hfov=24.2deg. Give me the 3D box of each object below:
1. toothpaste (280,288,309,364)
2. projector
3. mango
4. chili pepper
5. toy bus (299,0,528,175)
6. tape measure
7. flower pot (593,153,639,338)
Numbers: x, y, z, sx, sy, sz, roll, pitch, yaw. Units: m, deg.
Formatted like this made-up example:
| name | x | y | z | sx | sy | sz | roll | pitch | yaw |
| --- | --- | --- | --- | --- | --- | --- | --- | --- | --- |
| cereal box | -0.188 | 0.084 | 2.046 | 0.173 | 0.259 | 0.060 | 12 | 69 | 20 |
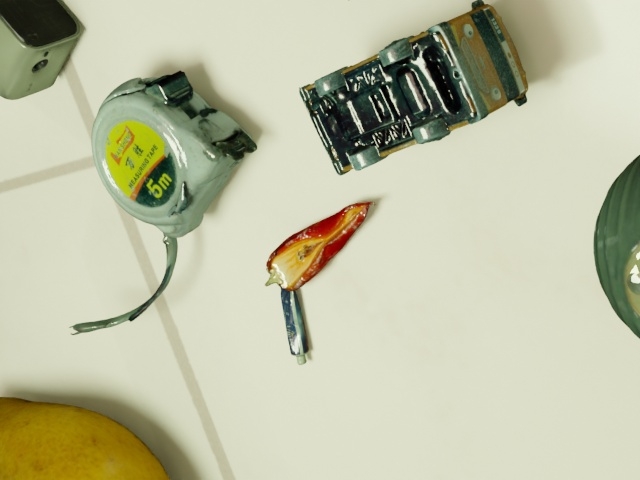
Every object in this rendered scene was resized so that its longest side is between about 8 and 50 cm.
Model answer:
| name | x | y | z | sx | sy | sz | roll | pitch | yaw |
| --- | --- | --- | --- | --- | --- | --- | --- | --- | --- |
| toothpaste | -0.026 | 0.084 | 1.489 | 0.027 | 0.019 | 0.083 | 9 | 114 | 57 |
| projector | -0.307 | -0.207 | 1.541 | 0.083 | 0.083 | 0.082 | 49 | 134 | 11 |
| mango | -0.316 | 0.304 | 1.719 | 0.378 | 0.221 | 0.263 | 22 | 129 | 44 |
| chili pepper | 0.000 | 0.000 | 1.417 | 0.045 | 0.027 | 0.178 | 51 | 135 | 3 |
| toy bus | 0.081 | -0.125 | 1.230 | 0.182 | 0.103 | 0.091 | -19 | 98 | 50 |
| tape measure | -0.189 | -0.035 | 1.522 | 0.164 | 0.084 | 0.330 | 51 | 133 | 12 |
| flower pot | 0.309 | 0.006 | 1.060 | 0.243 | 0.157 | 0.189 | -4 | 107 | 40 |
